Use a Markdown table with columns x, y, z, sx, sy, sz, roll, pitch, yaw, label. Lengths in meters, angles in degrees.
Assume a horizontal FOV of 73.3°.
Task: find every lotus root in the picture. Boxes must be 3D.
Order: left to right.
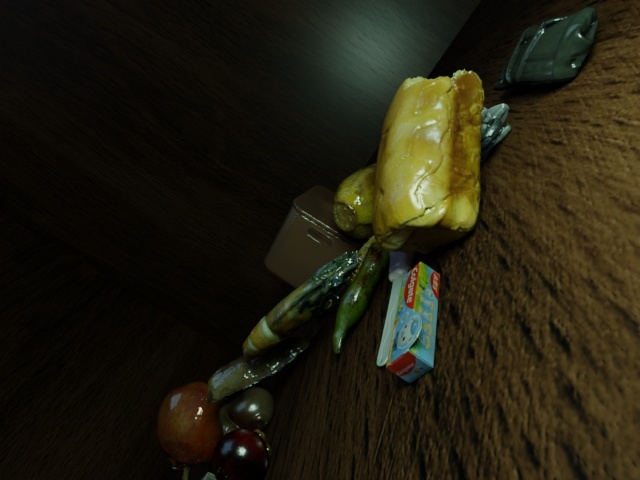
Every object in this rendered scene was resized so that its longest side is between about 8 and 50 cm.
| x | y | z | sx | sy | sz | roll | pitch | yaw | label |
| --- | --- | --- | --- | --- | --- | --- | --- | --- | --- |
| -0.181 | 0.343 | 1.227 | 0.329 | 0.078 | 0.167 | -28 | 6 | -10 | lotus root |
| 0.126 | -0.099 | 1.157 | 0.193 | 0.193 | 0.291 | -53 | -7 | 33 | lotus root |

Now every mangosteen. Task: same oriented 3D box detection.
| x | y | z | sx | sy | sz | roll | pitch | yaw | label |
| --- | --- | --- | --- | --- | --- | --- | --- | --- | --- |
| -0.160 | 0.458 | 0.914 | 0.140 | 0.140 | 0.140 | -56 | 5 | 8 | mangosteen |

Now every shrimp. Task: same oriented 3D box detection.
| x | y | z | sx | sy | sz | roll | pitch | yaw | label |
| --- | --- | --- | --- | --- | --- | --- | --- | --- | --- |
| -0.032 | 0.162 | 1.087 | 0.445 | 0.085 | 0.272 | -46 | -12 | 33 | shrimp |

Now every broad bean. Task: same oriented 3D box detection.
| x | y | z | sx | sy | sz | roll | pitch | yaw | label |
| --- | --- | --- | --- | --- | --- | --- | --- | --- | --- |
| 0.099 | 0.097 | 0.964 | 0.339 | 0.061 | 0.077 | -58 | -2 | -28 | broad bean |

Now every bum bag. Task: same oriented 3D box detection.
| x | y | z | sx | sy | sz | roll | pitch | yaw | label |
| --- | --- | --- | --- | --- | --- | --- | --- | --- | --- |
| 0.403 | -0.347 | 0.790 | 0.142 | 0.080 | 0.326 | -59 | 5 | 15 | bum bag |

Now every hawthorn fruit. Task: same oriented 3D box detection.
| x | y | z | sx | sy | sz | roll | pitch | yaw | label |
| --- | --- | --- | --- | --- | --- | --- | --- | --- | --- |
| -0.424 | 0.648 | 1.449 | 0.276 | 0.276 | 0.307 | 130 | 150 | -48 | hawthorn fruit |

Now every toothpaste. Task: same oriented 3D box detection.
| x | y | z | sx | sy | sz | roll | pitch | yaw | label |
| --- | --- | --- | --- | --- | --- | --- | --- | --- | --- |
| 0.145 | 0.104 | 0.620 | 0.070 | 0.044 | 0.193 | -51 | 8 | 37 | toothpaste |

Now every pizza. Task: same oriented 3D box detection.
| x | y | z | sx | sy | sz | roll | pitch | yaw | label |
| --- | --- | --- | --- | --- | --- | --- | --- | --- | --- |
| 0.104 | 0.070 | 1.101 | 0.182 | 0.063 | 0.161 | -46 | 18 | 56 | pizza |

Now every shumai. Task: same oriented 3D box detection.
| x | y | z | sx | sy | sz | roll | pitch | yaw | label |
| --- | --- | --- | --- | --- | --- | --- | --- | --- | --- |
| 0.001 | 0.199 | 1.325 | 0.081 | 0.082 | 0.083 | -10 | 48 | 28 | shumai |

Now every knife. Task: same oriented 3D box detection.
| x | y | z | sx | sy | sz | roll | pitch | yaw | label |
| --- | --- | --- | --- | --- | --- | --- | --- | --- | --- |
| 0.152 | 0.086 | 0.792 | 0.081 | 0.043 | 0.336 | -44 | 18 | 38 | knife |

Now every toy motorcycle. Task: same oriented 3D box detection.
| x | y | z | sx | sy | sz | roll | pitch | yaw | label |
| --- | --- | --- | --- | --- | --- | --- | --- | --- | --- |
| 0.294 | -0.189 | 0.870 | 0.152 | 0.073 | 0.225 | -57 | 4 | -33 | toy motorcycle |

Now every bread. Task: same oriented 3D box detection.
| x | y | z | sx | sy | sz | roll | pitch | yaw | label |
| --- | --- | --- | --- | --- | --- | --- | --- | --- | --- |
| 0.179 | -0.147 | 0.763 | 0.195 | 0.149 | 0.343 | 143 | 141 | -59 | bread |

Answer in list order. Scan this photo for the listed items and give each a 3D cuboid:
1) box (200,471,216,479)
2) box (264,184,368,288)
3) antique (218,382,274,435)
| x | y | z | sx | sy | sz | roll | pitch | yaw | label |
| --- | --- | --- | --- | --- | --- | --- | --- | --- | --- |
| -0.386 | 0.815 | 1.106 | 0.204 | 0.051 | 0.365 | -54 | 6 | 32 | box |
| 0.000 | 0.000 | 1.355 | 0.229 | 0.239 | 0.339 | -57 | -3 | 20 | box |
| -0.202 | 0.462 | 1.198 | 0.143 | 0.121 | 0.257 | -52 | 5 | -11 | antique |
